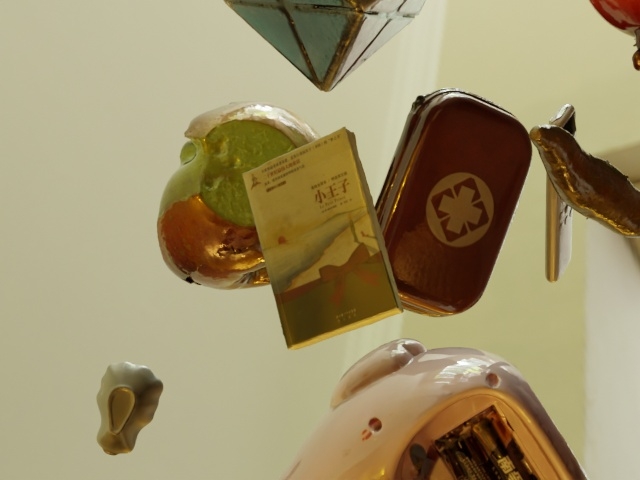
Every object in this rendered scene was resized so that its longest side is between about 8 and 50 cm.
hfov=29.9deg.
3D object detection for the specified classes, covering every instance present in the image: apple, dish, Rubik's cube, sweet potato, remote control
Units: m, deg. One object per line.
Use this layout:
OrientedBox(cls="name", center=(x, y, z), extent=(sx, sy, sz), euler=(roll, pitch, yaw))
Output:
OrientedBox(cls="apple", center=(-0.143, -0.091, 2.278), extent=(0.384, 0.374, 0.374), euler=(-6, -100, -39))
OrientedBox(cls="dish", center=(-0.284, 0.243, 1.711), extent=(0.039, 0.091, 0.137), euler=(31, -104, -85))
OrientedBox(cls="Rubik's cube", center=(0.026, -0.440, 1.898), extent=(0.260, 0.259, 0.255), euler=(44, -117, 5))
OrientedBox(cls="sweet potato", center=(0.322, -0.079, 1.475), extent=(0.243, 0.077, 0.077), euler=(33, -134, -33))
OrientedBox(cls="remote control", center=(0.327, -0.059, 1.618), extent=(0.067, 0.029, 0.261), euler=(-48, -38, -43))

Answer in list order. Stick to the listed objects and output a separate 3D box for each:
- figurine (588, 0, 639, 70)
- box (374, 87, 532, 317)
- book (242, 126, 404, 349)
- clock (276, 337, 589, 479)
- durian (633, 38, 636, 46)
OrientedBox(cls="figurine", center=(0.389, -0.377, 1.410), extent=(0.323, 0.196, 0.320), euler=(68, 166, -4))
OrientedBox(cls="box", center=(0.225, -0.064, 2.135), extent=(0.263, 0.108, 0.404), euler=(19, -89, -21))
OrientedBox(cls="book", center=(0.000, 0.000, 1.792), extent=(0.026, 0.201, 0.289), euler=(6, -115, -61))
OrientedBox(cls="clock", center=(0.113, 0.309, 1.348), extent=(0.368, 0.376, 0.250), euler=(58, 179, 3))
OrientedBox(cls="durian", center=(0.615, -0.423, 1.862), extent=(0.384, 0.347, 0.348), euler=(-59, -49, -85))
